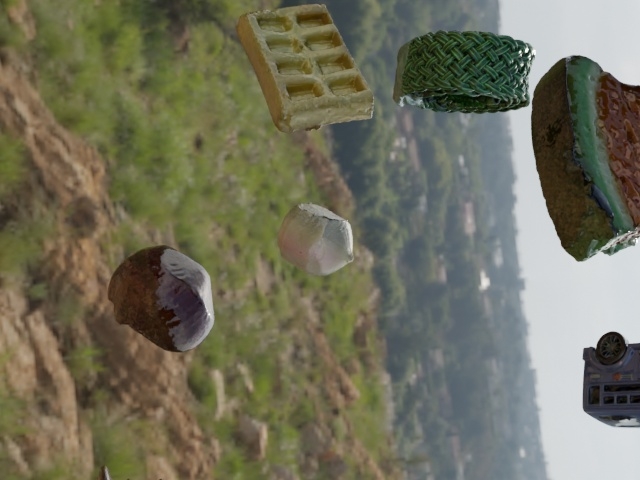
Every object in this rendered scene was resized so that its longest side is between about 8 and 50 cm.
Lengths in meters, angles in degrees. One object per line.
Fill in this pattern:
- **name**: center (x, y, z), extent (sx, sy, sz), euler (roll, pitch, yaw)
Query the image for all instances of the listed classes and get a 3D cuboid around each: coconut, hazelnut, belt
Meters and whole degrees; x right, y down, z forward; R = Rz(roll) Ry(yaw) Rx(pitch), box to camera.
- **coconut**: center (0.000, 0.000, 1.601), extent (0.110, 0.124, 0.110), euler (-51, 157, -32)
- **hazelnut**: center (-0.278, 0.096, 1.838), extent (0.201, 0.170, 0.161), euler (40, -60, 43)
- **belt**: center (0.136, -0.169, 0.999), extent (0.151, 0.121, 0.079), euler (0, -96, 61)

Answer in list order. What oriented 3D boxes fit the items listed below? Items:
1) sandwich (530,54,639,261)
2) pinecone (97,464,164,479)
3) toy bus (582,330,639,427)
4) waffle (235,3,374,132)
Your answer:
- **sandwich**: center (0.388, -0.090, 1.260), extent (0.162, 0.301, 0.250), euler (123, -39, -59)
- **pinecone**: center (-0.175, 0.464, 1.346), extent (0.384, 0.384, 0.384), euler (-7, 90, -80)
- **toy bus**: center (0.527, 0.203, 1.481), extent (0.125, 0.292, 0.133), euler (28, 63, -38)
- **waffle**: center (-0.030, -0.299, 1.748), extent (0.057, 0.168, 0.274), euler (106, -31, -49)
